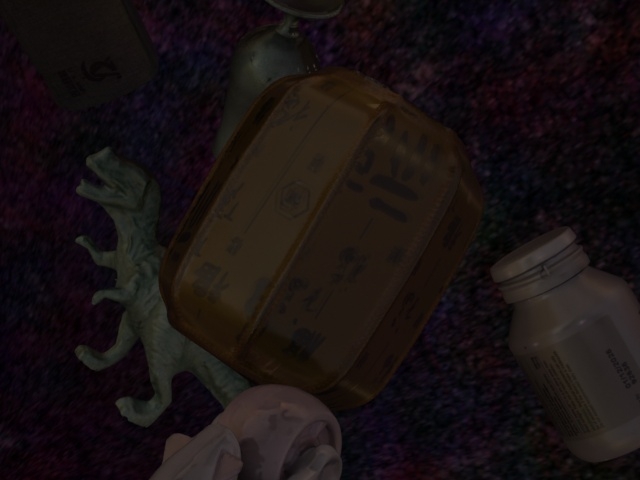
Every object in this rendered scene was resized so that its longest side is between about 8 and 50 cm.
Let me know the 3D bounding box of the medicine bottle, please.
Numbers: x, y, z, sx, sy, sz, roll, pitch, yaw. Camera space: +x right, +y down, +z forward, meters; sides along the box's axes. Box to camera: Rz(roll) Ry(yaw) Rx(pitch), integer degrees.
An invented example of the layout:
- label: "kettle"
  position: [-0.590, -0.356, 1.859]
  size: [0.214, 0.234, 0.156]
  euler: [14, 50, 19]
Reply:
- label: "medicine bottle"
  position: [0.261, 0.099, 1.285]
  size: [0.135, 0.135, 0.215]
  euler: [-31, 92, -24]

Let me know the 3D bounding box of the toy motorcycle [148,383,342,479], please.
- label: "toy motorcycle"
  position: [-0.074, 0.166, 0.614]
  size: [0.112, 0.112, 0.254]
  euler: [39, 60, -5]

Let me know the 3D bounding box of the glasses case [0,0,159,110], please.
- label: "glasses case"
  position: [-0.278, -0.270, 1.348]
  size: [0.131, 0.323, 0.074]
  euler: [-20, 53, 2]

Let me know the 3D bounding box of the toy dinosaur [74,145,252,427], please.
- label: "toy dinosaur"
  position: [-0.123, 0.115, 1.034]
  size: [0.129, 0.076, 0.383]
  euler: [-24, 99, 11]

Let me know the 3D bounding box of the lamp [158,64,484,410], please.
- label: "lamp"
  position: [0.000, 0.000, 0.771]
  size: [0.161, 0.161, 0.185]
  euler: [34, 85, -7]

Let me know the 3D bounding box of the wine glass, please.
- label: "wine glass"
  position: [-0.054, -0.182, 1.438]
  size: [0.103, 0.231, 0.103]
  euler: [13, 38, -11]
